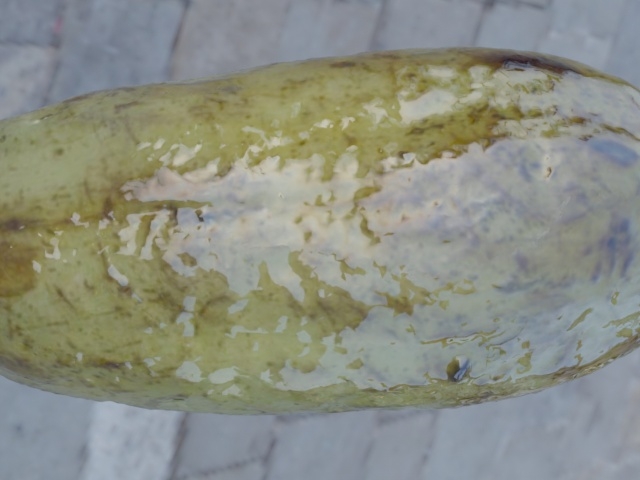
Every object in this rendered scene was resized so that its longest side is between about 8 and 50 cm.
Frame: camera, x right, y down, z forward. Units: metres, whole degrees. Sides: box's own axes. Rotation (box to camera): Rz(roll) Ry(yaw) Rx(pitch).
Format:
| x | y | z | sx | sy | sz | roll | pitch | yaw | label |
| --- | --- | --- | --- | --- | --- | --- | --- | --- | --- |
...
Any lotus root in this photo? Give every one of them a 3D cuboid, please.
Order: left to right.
| x | y | z | sx | sy | sz | roll | pitch | yaw | label |
| --- | --- | --- | --- | --- | --- | --- | --- | --- | --- |
| 0.000 | 0.000 | 0.596 | 0.097 | 0.259 | 0.110 | 131 | -47 | -86 | lotus root |
